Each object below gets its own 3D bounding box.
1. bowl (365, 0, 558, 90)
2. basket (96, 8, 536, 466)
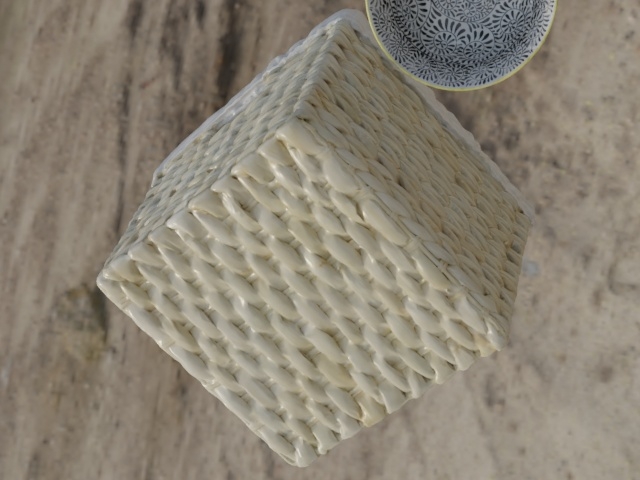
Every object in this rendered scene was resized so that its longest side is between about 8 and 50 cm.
[{"bbox_3d":[0.130,-0.225,1.011,0.080,0.170,0.170,-47,-21,-69],"label":"bowl"},{"bbox_3d":[0.000,0.000,1.188,0.328,0.331,0.266,-36,16,28],"label":"basket"}]
